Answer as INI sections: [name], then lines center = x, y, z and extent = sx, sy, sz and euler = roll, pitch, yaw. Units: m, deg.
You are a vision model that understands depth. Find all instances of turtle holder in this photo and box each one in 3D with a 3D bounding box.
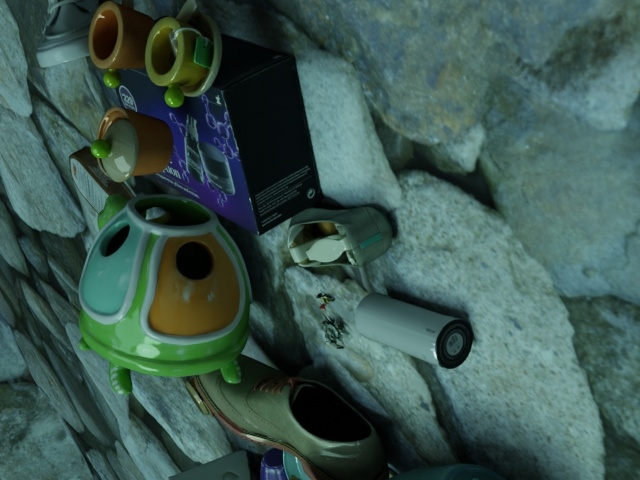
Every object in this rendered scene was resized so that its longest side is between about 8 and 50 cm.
[turtle holder]
center = -0.216, 0.050, 1.333
extent = 0.320, 0.243, 0.228
euler = -98, 14, -68

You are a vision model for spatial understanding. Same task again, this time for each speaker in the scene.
[speaker]
center = 0.098, 0.096, 1.017
extent = 0.136, 0.055, 0.055
euler = 15, 131, 53

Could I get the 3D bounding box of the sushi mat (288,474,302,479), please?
[sushi mat]
center = 0.084, 0.402, 1.184
extent = 0.316, 0.019, 0.151
euler = 30, -174, 4

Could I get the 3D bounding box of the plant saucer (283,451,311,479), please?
[plant saucer]
center = -0.014, 0.356, 1.467
extent = 0.119, 0.021, 0.119
euler = 17, 113, 47

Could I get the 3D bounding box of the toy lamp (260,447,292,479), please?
[toy lamp]
center = -0.051, 0.463, 1.603
extent = 0.080, 0.080, 0.275
euler = 28, 139, 43

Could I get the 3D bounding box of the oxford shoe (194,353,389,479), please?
[oxford shoe]
center = -0.044, 0.224, 1.322
extent = 0.348, 0.123, 0.130
euler = 25, 136, 30

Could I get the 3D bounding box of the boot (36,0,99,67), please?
[boot]
center = -0.331, -0.300, 1.196
extent = 0.258, 0.095, 0.123
euler = -127, 20, -66

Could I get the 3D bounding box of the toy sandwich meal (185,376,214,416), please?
[toy sandwich meal]
center = -0.224, 0.293, 1.766
extent = 0.085, 0.029, 0.086
euler = 50, 162, 23

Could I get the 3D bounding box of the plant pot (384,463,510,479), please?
[plant pot]
center = 0.143, 0.360, 1.025
extent = 0.290, 0.290, 0.195
euler = 43, 120, 26

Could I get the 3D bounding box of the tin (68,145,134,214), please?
[tin]
center = -0.371, -0.082, 1.612
extent = 0.190, 0.040, 0.106
euler = 45, 146, 23

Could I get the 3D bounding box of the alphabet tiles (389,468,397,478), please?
[alphabet tiles]
center = 0.129, 0.410, 1.336
extent = 0.237, 0.009, 0.198
euler = 33, 143, 40

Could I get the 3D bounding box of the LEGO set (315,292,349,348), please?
[LEGO set]
center = 0.010, 0.108, 1.203
extent = 0.054, 0.023, 0.083
euler = -10, 110, 60

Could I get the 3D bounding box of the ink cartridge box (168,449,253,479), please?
[ink cartridge box]
center = -0.144, 0.609, 1.666
extent = 0.279, 0.160, 0.385
euler = -145, 38, -79

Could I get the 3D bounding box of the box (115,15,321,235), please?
[box]
center = -0.130, -0.141, 1.098
extent = 0.261, 0.103, 0.184
euler = 27, 137, 44

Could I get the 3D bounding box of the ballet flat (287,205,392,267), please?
[ballet flat]
center = 0.000, 0.000, 1.062
extent = 0.213, 0.068, 0.072
euler = -7, 112, 60

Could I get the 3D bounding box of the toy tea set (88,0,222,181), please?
[toy tea set]
center = -0.206, -0.231, 0.962
extent = 0.200, 0.124, 0.336
euler = -20, 75, 45
